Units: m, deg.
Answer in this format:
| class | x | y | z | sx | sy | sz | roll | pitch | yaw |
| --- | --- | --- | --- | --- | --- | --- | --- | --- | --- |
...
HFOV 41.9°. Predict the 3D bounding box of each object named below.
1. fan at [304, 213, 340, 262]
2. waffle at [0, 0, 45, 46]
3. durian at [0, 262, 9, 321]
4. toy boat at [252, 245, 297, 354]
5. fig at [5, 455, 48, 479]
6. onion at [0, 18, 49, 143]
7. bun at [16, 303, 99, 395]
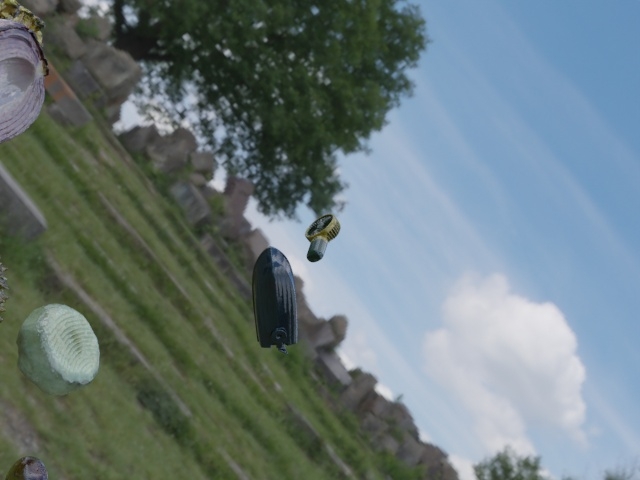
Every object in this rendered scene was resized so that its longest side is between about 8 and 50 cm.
| class | x | y | z | sx | sy | sz | roll | pitch | yaw |
| --- | --- | --- | --- | --- | --- | --- | --- | --- | --- |
| fan | 0.000 | 0.000 | 1.867 | 0.039 | 0.082 | 0.155 | 53 | 30 | -22 |
| waffle | -0.680 | -0.402 | 1.760 | 0.060 | 0.280 | 0.262 | 37 | -44 | 3 |
| durian | -0.714 | 0.074 | 1.536 | 0.293 | 0.258 | 0.258 | 32 | -12 | 2 |
| toy boat | -0.121 | 0.145 | 2.180 | 0.122 | 0.114 | 0.296 | -111 | -164 | -61 |
| fig | -0.562 | 0.458 | 1.572 | 0.084 | 0.098 | 0.082 | 62 | 1 | -3 |
| onion | -0.578 | -0.244 | 1.332 | 0.120 | 0.283 | 0.227 | 31 | -45 | 19 |
| bun | -0.539 | 0.226 | 1.687 | 0.195 | 0.118 | 0.195 | -22 | 90 | -78 |
